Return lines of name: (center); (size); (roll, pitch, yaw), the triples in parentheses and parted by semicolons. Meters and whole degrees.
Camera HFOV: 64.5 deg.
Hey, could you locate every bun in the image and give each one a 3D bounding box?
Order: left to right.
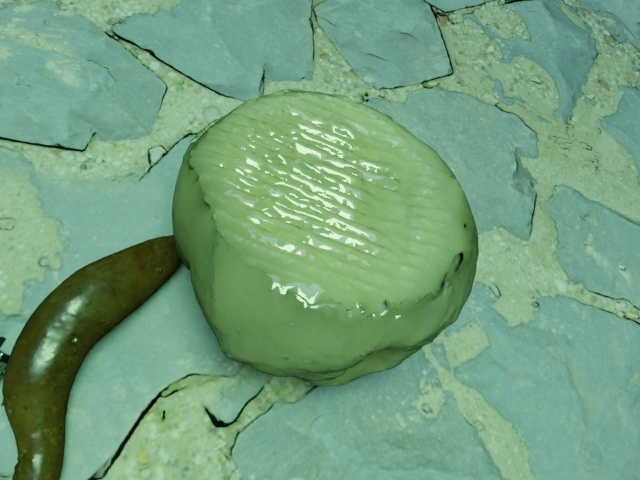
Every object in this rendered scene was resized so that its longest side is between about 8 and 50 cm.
bun: (0.000, 0.000, 0.582); (0.360, 0.211, 0.359); (9, 51, -12)

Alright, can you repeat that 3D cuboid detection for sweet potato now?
sweet potato: (-0.249, 0.107, 0.523); (0.108, 0.079, 0.346); (32, 61, -19)

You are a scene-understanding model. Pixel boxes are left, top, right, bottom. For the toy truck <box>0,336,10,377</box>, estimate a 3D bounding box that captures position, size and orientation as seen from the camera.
toy truck: (-0.404, 0.080, 0.500); (0.202, 0.074, 0.088); (28, 69, -2)
